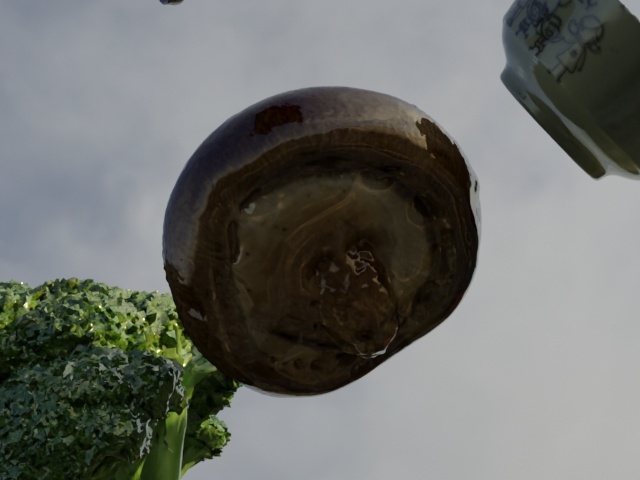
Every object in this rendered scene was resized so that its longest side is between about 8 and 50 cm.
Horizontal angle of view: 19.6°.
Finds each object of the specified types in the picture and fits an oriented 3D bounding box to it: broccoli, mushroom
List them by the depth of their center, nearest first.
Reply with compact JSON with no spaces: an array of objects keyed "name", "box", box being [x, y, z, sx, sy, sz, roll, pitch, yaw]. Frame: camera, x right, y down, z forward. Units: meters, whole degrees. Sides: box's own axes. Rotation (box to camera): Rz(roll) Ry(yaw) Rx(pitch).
[{"name":"mushroom","box":[0.000,0.000,1.418,0.253,0.153,0.253,-5,-69,-12]},{"name":"broccoli","box":[-0.228,0.177,1.573,0.310,0.321,0.413,27,-42,-14]}]

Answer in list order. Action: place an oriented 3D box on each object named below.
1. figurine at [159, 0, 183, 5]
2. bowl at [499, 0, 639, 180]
[{"name":"figurine","box":[-0.095,-0.289,1.357,0.112,0.137,0.229,-11,-74,-48]},{"name":"bowl","box":[0.217,-0.124,1.446,0.112,0.211,0.211,-43,-35,9]}]
